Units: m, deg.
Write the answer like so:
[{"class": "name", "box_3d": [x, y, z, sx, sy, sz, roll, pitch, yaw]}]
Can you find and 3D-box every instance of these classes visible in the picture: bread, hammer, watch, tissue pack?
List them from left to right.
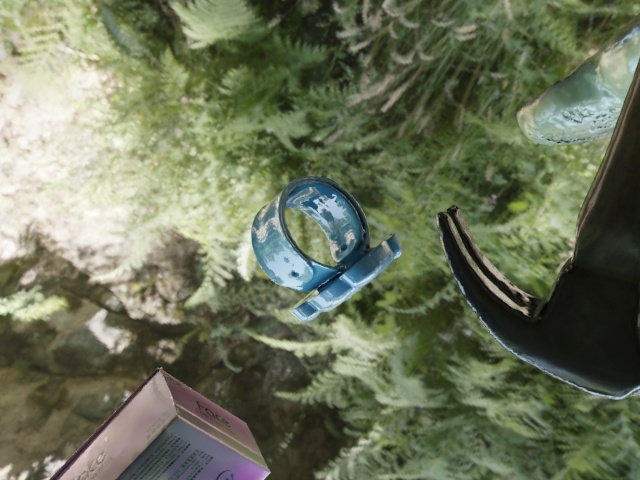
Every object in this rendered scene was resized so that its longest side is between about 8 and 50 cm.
[{"class": "tissue pack", "box_3d": [-0.193, 0.278, 0.761, 0.148, 0.246, 0.092, 44, -179, -33]}, {"class": "watch", "box_3d": [0.000, 0.000, 1.102, 0.193, 0.211, 0.211, 52, -168, 0]}, {"class": "bread", "box_3d": [0.244, -0.132, 0.506, 0.064, 0.172, 0.232, 58, 159, 3]}, {"class": "hammer", "box_3d": [0.182, -0.134, 0.312, 0.168, 0.439, 0.044, 20, -164, 14]}]
